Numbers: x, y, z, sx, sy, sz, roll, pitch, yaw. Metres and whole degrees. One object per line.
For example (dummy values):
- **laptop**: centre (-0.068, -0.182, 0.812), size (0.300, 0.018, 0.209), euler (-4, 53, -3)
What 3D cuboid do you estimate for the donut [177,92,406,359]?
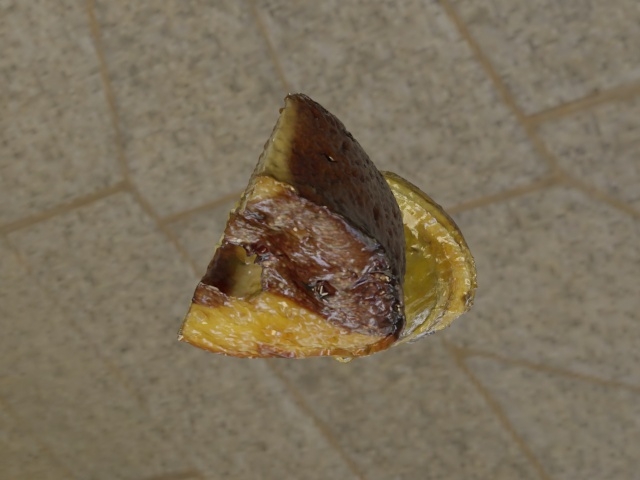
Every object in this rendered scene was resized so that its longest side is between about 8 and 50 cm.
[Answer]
- **donut**: centre (0.000, 0.000, 1.182), size (0.151, 0.295, 0.112), euler (16, -115, -7)

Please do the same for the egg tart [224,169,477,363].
- **egg tart**: centre (0.026, 0.038, 1.765), size (0.290, 0.290, 0.115), euler (45, -136, -27)
